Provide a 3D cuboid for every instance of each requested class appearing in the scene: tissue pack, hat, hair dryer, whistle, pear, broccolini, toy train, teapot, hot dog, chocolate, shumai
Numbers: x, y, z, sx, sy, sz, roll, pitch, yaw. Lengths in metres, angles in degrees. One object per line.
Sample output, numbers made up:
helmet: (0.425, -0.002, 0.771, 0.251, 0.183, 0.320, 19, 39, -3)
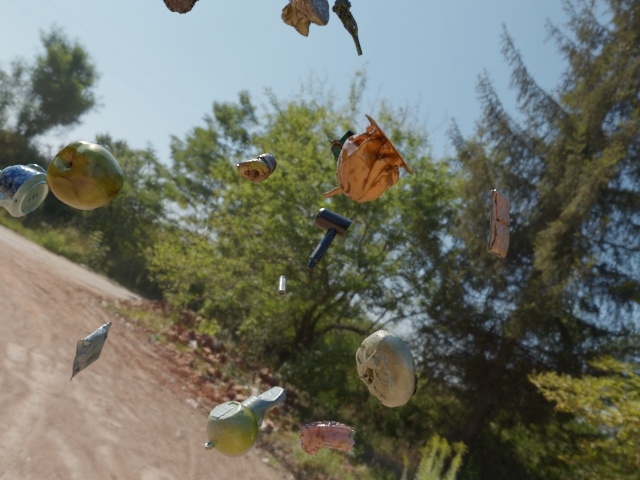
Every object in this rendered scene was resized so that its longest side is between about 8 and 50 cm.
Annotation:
tissue pack: (-0.663, 0.316, 1.584, 0.026, 0.123, 0.193, 22, 7, 0)
hat: (0.096, -0.197, 1.495, 0.244, 0.233, 0.233, 57, 9, 26)
hair dryer: (0.002, 0.001, 1.765, 0.114, 0.248, 0.071, 27, -38, 9)
whistle: (-0.163, 0.402, 1.217, 0.122, 0.223, 0.123, 23, -55, 37)
pear: (-0.660, -0.180, 1.554, 0.199, 0.200, 0.200, 26, -10, 5)
broccolini: (0.112, -0.751, 1.914, 0.203, 0.068, 0.091, 55, 20, -22)
toy train: (0.131, -0.351, 2.205, 0.227, 0.136, 0.091, 39, 0, 6)
teapot: (-0.936, -0.171, 1.689, 0.158, 0.232, 0.159, 9, -58, 16)
hot dog: (-0.229, -0.265, 2.039, 0.093, 0.123, 0.261, 67, 21, -9)
chocolate: (-0.534, -0.982, 2.170, 0.133, 0.156, 0.156, 9, -20, 45)
shumai: (-0.057, -0.732, 1.711, 0.152, 0.210, 0.161, -29, -21, 35)

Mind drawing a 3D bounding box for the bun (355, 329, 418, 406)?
bun: (0.200, 0.406, 1.744, 0.141, 0.239, 0.239, -8, 8, -28)

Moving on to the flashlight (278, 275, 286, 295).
flashlight: (-0.103, 0.122, 1.483, 0.018, 0.019, 0.083, 6, 22, -4)

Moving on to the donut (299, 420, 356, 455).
donut: (0.004, 0.519, 1.437, 0.117, 0.065, 0.166, 33, -46, -31)

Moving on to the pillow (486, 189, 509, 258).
pillow: (0.630, -0.059, 1.922, 0.043, 0.233, 0.126, -3, -16, 39)
